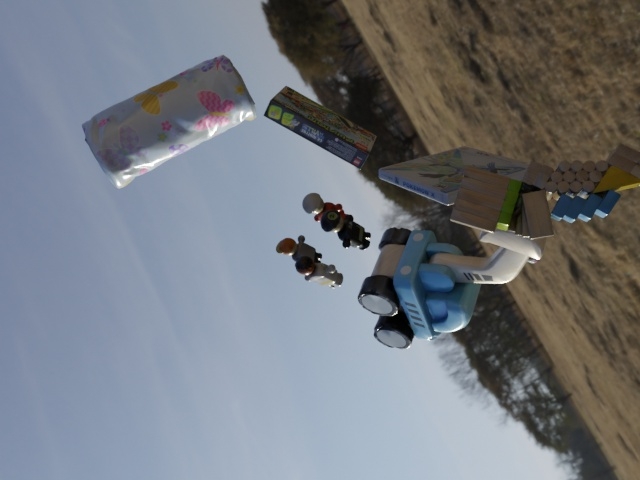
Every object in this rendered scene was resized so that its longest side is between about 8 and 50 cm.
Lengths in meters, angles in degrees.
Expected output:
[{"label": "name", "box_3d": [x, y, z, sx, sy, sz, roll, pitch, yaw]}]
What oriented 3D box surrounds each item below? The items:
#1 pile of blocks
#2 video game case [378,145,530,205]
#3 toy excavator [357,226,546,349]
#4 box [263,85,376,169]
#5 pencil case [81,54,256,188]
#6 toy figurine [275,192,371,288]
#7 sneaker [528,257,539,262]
[{"label": "pile of blocks", "box_3d": [0.422, -0.076, 1.085, 0.113, 0.363, 0.148, 21, -117, -73]}, {"label": "video game case", "box_3d": [0.381, -0.190, 1.651, 0.300, 0.329, 0.036, 32, 134, 54]}, {"label": "toy excavator", "box_3d": [0.321, 0.081, 1.420, 0.222, 0.446, 0.432, -64, -37, -35]}, {"label": "box", "box_3d": [0.003, -0.219, 1.136, 0.207, 0.036, 0.114, 28, -150, -3]}, {"label": "pencil case", "box_3d": [-0.239, -0.189, 0.953, 0.113, 0.273, 0.124, 56, 174, 40]}, {"label": "toy figurine", "box_3d": [0.000, 0.000, 1.539, 0.148, 0.209, 0.213, 29, -169, -33]}, {"label": "sneaker", "box_3d": [0.532, -0.025, 1.590, 0.077, 0.072, 0.178, 4, -126, -46]}]
